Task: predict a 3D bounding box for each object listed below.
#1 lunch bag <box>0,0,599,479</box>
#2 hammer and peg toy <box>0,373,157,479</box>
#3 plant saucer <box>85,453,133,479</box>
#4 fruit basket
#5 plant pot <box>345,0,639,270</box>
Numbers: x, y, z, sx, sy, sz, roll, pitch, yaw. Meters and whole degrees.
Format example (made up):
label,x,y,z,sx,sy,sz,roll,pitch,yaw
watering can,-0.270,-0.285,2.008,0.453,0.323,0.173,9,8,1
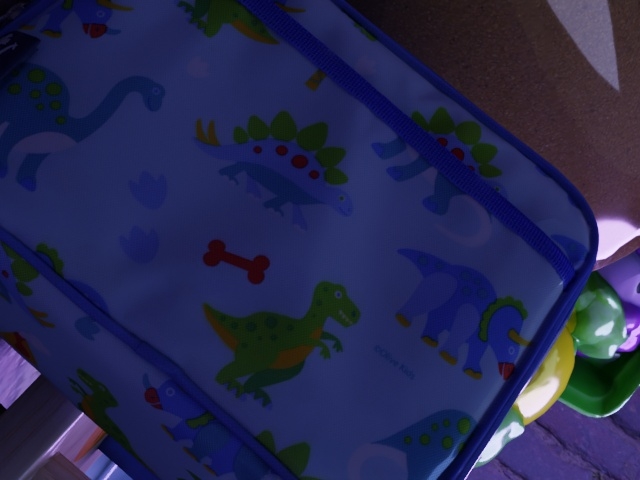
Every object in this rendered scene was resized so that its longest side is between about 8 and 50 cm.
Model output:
label,x,y,z,sx,sy,sz,roll,pitch,yaw
lunch bag,-0.022,-0.007,0.458,0.176,0.219,0.090,-46,176,-31
hammer and peg toy,-0.126,0.097,0.580,0.361,0.127,0.266,-49,178,-27
plant saucer,-0.168,0.168,0.978,0.317,0.044,0.317,-51,171,-11
fruit basket,0.187,0.038,1.266,0.283,0.392,0.392,-58,171,28
plant pot,0.080,-0.127,0.599,0.237,0.237,0.254,-52,158,-7
